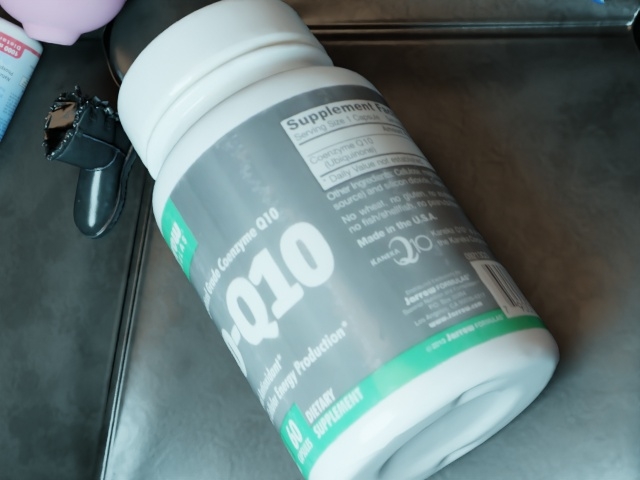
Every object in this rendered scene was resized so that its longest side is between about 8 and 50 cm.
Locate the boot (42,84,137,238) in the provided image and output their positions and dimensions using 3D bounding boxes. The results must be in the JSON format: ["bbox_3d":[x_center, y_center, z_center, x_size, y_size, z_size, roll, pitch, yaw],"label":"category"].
[{"bbox_3d":[-0.211,-0.069,1.075,0.045,0.099,0.121,17,84,26],"label":"boot"}]

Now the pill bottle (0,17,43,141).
[{"bbox_3d":[-0.335,-0.135,1.149,0.087,0.087,0.160,22,87,25],"label":"pill bottle"}]

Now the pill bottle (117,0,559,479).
[{"bbox_3d":[0.000,0.000,0.916,0.204,0.204,0.361,-38,66,10],"label":"pill bottle"}]

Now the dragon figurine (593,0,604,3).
[{"bbox_3d":[0.209,-0.248,0.953,0.144,0.085,0.289,-44,61,9],"label":"dragon figurine"}]

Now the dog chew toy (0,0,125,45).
[{"bbox_3d":[-0.222,-0.346,1.101,0.207,0.207,0.331,12,96,24],"label":"dog chew toy"}]
